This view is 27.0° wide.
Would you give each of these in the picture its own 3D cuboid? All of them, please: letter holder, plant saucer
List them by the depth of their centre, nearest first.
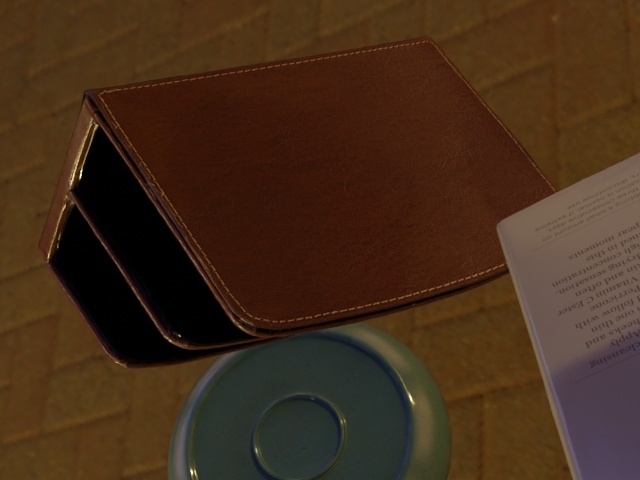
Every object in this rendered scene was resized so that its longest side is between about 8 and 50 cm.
[{"bbox_3d":[0.000,0.000,0.919,0.214,0.302,0.152,52,137,26],"label":"letter holder"},{"bbox_3d":[-0.019,0.216,1.429,0.318,0.043,0.317,-7,59,11],"label":"plant saucer"}]

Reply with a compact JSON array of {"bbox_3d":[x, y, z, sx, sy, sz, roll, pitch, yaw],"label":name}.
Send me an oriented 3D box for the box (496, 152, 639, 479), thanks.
[{"bbox_3d":[0.235,0.122,0.690,0.168,0.215,0.345,-26,32,14],"label":"box"}]
